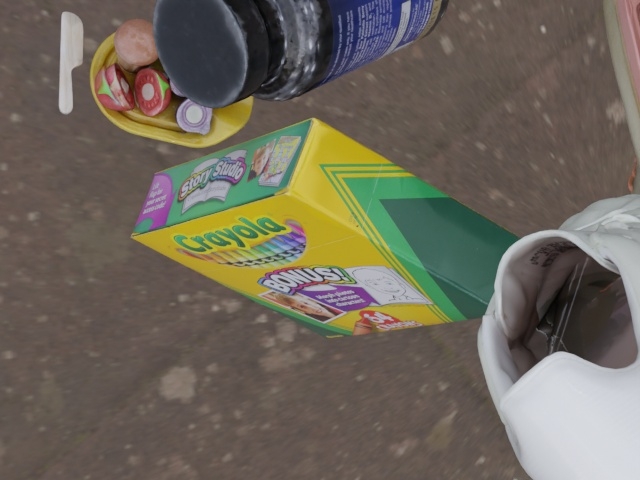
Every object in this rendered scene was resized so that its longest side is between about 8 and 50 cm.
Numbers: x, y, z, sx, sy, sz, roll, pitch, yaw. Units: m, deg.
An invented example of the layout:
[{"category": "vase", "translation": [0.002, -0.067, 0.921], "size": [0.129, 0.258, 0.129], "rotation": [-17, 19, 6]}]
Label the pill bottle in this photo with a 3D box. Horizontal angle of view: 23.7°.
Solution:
[{"category": "pill bottle", "translation": [-0.013, -0.174, 1.119], "size": [0.123, 0.219, 0.123], "rotation": [22, 126, 34]}]

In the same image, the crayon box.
[{"category": "crayon box", "translation": [0.000, 0.000, 1.794], "size": [0.313, 0.363, 0.106], "rotation": [27, 68, -27]}]

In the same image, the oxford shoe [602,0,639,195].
[{"category": "oxford shoe", "translation": [0.282, -0.058, 1.188], "size": [0.140, 0.146, 0.397], "rotation": [-32, 114, -23]}]

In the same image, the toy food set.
[{"category": "toy food set", "translation": [-0.169, -0.177, 1.604], "size": [0.218, 0.071, 0.128], "rotation": [11, 72, -14]}]

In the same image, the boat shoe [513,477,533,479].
[{"category": "boat shoe", "translation": [0.260, 0.306, 1.626], "size": [0.075, 0.206, 0.065], "rotation": [12, 92, -18]}]

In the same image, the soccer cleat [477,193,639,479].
[{"category": "soccer cleat", "translation": [0.078, 0.018, 0.411], "size": [0.068, 0.196, 0.076], "rotation": [-42, 102, 17]}]
